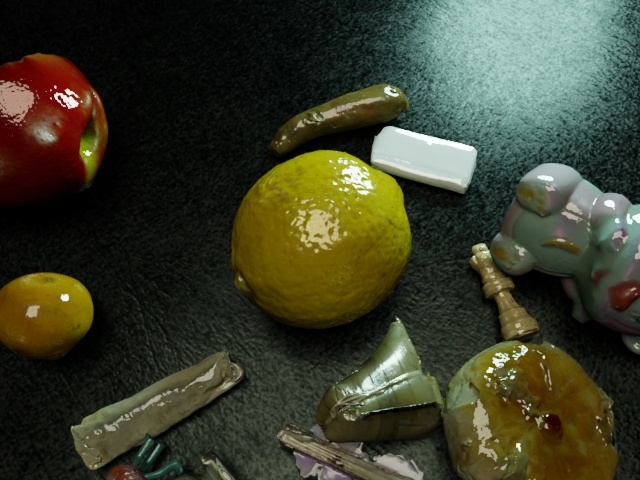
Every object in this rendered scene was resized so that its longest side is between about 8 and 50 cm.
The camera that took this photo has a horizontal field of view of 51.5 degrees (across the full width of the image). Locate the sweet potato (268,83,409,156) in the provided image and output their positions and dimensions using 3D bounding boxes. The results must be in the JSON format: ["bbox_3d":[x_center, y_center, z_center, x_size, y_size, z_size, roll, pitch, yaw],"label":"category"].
[{"bbox_3d":[0.028,-0.226,1.225,0.273,0.075,0.075,-19,66,-1],"label":"sweet potato"}]

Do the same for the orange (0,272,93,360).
[{"bbox_3d":[-0.444,0.123,1.066,0.155,0.154,0.134,8,101,8],"label":"orange"}]

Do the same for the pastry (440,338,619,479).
[{"bbox_3d":[0.293,0.256,0.928,0.236,0.121,0.257,24,60,-2],"label":"pastry"}]

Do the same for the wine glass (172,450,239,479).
[{"bbox_3d":[-0.196,0.401,0.935,0.204,0.111,0.111,-41,69,-14],"label":"wine glass"}]

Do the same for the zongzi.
[{"bbox_3d":[0.077,0.203,0.996,0.194,0.099,0.197,2,54,-27],"label":"zongzi"}]

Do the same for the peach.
[{"bbox_3d":[-0.550,-0.197,1.158,0.338,0.281,0.281,11,67,9],"label":"peach"}]

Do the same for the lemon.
[{"bbox_3d":[0.001,-0.001,1.019,0.293,0.293,0.293,-2,66,4],"label":"lemon"}]

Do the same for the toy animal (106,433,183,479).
[{"bbox_3d":[-0.297,0.386,0.972,0.208,0.100,0.103,-44,110,-15],"label":"toy animal"}]

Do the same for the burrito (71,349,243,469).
[{"bbox_3d":[-0.251,0.255,1.036,0.275,0.059,0.082,-30,79,-7],"label":"burrito"}]

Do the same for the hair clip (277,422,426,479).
[{"bbox_3d":[0.068,0.342,0.963,0.292,0.084,0.106,19,73,18],"label":"hair clip"}]

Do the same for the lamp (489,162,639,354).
[{"bbox_3d":[0.446,0.011,1.022,0.301,0.247,0.247,32,33,24],"label":"lamp"}]

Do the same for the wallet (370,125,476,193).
[{"bbox_3d":[0.183,-0.148,1.195,0.190,0.033,0.095,18,67,12],"label":"wallet"}]

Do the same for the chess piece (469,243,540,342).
[{"bbox_3d":[0.289,0.080,1.071,0.060,0.060,0.172,-18,65,-4],"label":"chess piece"}]
